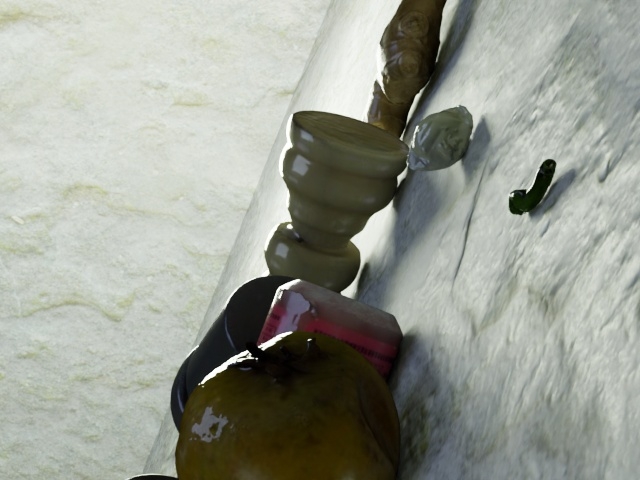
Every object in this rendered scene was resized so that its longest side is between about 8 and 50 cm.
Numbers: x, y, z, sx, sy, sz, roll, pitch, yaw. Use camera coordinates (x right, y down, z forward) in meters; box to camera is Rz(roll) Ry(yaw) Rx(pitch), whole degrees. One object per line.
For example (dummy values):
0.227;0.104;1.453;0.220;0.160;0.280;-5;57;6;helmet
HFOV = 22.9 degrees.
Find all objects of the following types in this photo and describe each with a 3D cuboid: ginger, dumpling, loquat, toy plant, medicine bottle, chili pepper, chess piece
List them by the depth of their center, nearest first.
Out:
0.175;-0.039;1.317;0.083;0.022;0.027;126;130;-59;chili pepper
-0.021;0.181;1.433;0.213;0.213;0.213;-159;90;-82;loquat
-0.017;0.173;1.623;0.147;0.147;0.247;-168;99;-82;medicine bottle
0.128;-0.108;1.682;0.057;0.076;0.052;24;133;62;dumpling
-0.089;0.220;1.887;0.279;0.185;0.400;65;150;28;toy plant
0.000;0.000;2.001;0.167;0.167;0.299;-94;20;-72;chess piece
0.128;-0.275;2.055;0.148;0.081;0.333;53;-122;-81;ginger

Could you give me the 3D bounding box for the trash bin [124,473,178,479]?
-0.172;0.431;1.774;0.250;0.219;0.219;110;178;-45;trash bin
